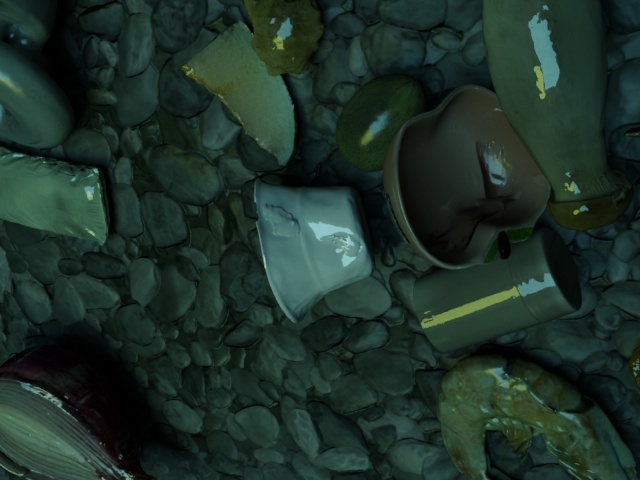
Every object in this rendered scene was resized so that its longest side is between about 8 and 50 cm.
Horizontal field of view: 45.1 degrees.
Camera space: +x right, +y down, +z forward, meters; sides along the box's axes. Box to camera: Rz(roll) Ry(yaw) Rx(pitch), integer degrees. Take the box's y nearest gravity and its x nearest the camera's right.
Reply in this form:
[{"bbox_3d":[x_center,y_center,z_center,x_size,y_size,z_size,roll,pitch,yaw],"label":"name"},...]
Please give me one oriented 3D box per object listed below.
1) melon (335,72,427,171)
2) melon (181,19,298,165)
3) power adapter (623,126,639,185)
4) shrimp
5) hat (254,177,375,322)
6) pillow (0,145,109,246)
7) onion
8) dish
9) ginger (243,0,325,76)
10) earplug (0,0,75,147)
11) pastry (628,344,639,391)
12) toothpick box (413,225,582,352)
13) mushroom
[{"bbox_3d":[0.074,-0.144,0.939,0.098,0.098,0.131,36,113,5],"label":"melon"},{"bbox_3d":[-0.085,-0.187,0.996,0.182,0.098,0.054,45,147,-18],"label":"melon"},{"bbox_3d":[0.440,-0.097,0.777,0.255,0.124,0.187,-3,110,45],"label":"power adapter"},{"bbox_3d":[0.305,0.302,1.047,0.360,0.085,0.247,44,129,4],"label":"shrimp"},{"bbox_3d":[0.000,0.000,1.003,0.126,0.203,0.203,-14,106,7],"label":"hat"},{"bbox_3d":[-0.427,-0.073,1.199,0.229,0.051,0.128,14,113,19],"label":"pillow"},{"bbox_3d":[-0.391,0.304,1.283,0.348,0.159,0.267,29,131,1],"label":"onion"},{"bbox_3d":[0.156,-0.066,0.904,0.213,0.213,0.090,61,158,-9],"label":"dish"},{"bbox_3d":[-0.049,-0.285,0.949,0.096,0.067,0.165,-15,100,28],"label":"ginger"},{"bbox_3d":[-0.438,-0.273,1.065,0.214,0.175,0.325,16,126,22],"label":"earplug"},{"bbox_3d":[0.436,0.163,0.944,0.109,0.057,0.097,7,108,17],"label":"pastry"},{"bbox_3d":[0.219,0.064,0.957,0.180,0.111,0.111,-25,100,30],"label":"toothpick box"},{"bbox_3d":[0.254,-0.178,0.832,0.128,0.128,0.350,-13,105,26],"label":"mushroom"}]
